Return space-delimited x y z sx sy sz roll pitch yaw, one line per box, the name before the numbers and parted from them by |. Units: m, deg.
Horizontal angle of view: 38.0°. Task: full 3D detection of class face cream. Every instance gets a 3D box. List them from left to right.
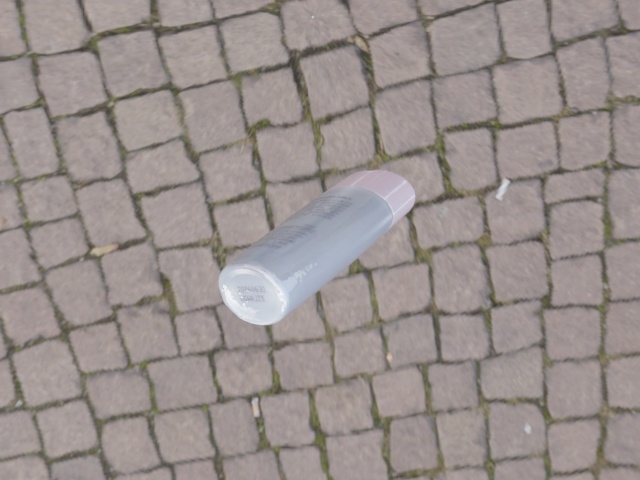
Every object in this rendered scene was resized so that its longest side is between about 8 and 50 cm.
face cream | 0.000 0.000 0.776 0.084 0.198 0.057 0 114 38
